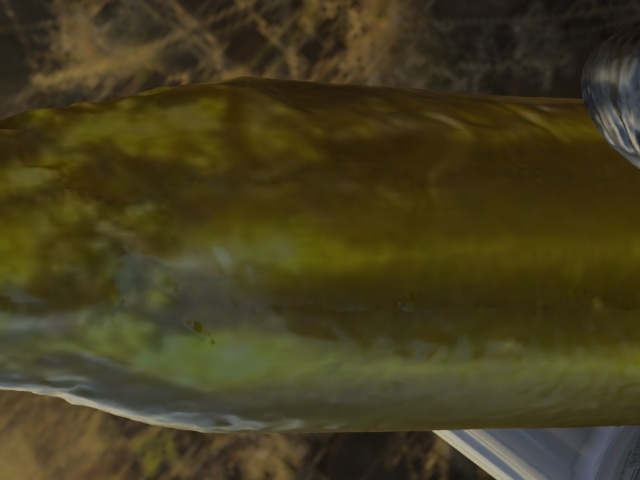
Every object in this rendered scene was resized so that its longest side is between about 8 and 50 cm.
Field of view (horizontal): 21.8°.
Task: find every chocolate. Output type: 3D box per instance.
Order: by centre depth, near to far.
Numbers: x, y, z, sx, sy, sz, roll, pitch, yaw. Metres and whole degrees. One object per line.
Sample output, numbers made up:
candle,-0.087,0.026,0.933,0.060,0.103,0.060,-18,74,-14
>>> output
chocolate,0.000,0.000,0.671,0.445,0.162,0.162,3,-177,-38

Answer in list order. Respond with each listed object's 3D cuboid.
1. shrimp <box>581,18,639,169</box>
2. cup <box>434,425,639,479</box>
shrimp,0.105,-0.021,0.297,0.065,0.056,0.165,17,-178,-34
cup,0.157,0.058,1.039,0.202,0.167,0.221,39,119,44
